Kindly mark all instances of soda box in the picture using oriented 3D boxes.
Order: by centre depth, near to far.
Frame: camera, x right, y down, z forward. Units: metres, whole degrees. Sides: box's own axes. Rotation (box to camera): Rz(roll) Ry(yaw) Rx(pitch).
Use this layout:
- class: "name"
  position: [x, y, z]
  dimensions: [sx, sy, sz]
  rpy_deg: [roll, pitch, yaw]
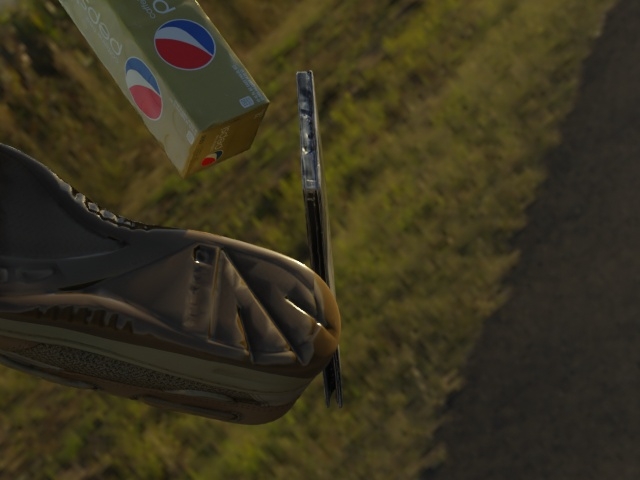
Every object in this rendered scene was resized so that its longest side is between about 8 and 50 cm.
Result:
- class: "soda box"
  position: [-0.112, -0.135, 1.019]
  dimensions: [0.058, 0.181, 0.061]
  rpy_deg: [-28, -17, -29]

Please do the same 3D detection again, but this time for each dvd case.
- class: "dvd case"
  position: [0.000, 0.000, 1.221]
  dimensions: [0.018, 0.221, 0.164]
  rpy_deg: [-5, 38, 0]

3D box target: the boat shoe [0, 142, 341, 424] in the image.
- class: "boat shoe"
  position: [-0.164, 0.036, 0.906]
  dimensions: [0.110, 0.341, 0.121]
  rpy_deg: [120, 167, -48]
